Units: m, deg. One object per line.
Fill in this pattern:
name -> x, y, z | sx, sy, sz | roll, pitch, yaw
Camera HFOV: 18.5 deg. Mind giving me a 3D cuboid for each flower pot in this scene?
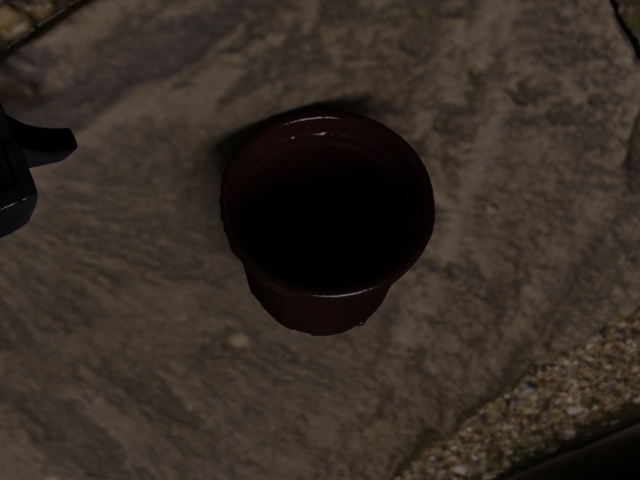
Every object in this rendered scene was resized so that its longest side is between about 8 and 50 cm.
flower pot -> 0.000, 0.000, 1.024 | 0.111, 0.111, 0.089 | -19, 156, -14

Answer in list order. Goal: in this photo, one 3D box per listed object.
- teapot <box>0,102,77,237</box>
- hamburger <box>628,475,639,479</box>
teapot -> -0.194, -0.021, 0.885 | 0.177, 0.087, 0.096 | -22, 164, -10
hamburger -> 0.250, 0.309, 1.386 | 0.304, 0.174, 0.284 | -17, 98, -22
